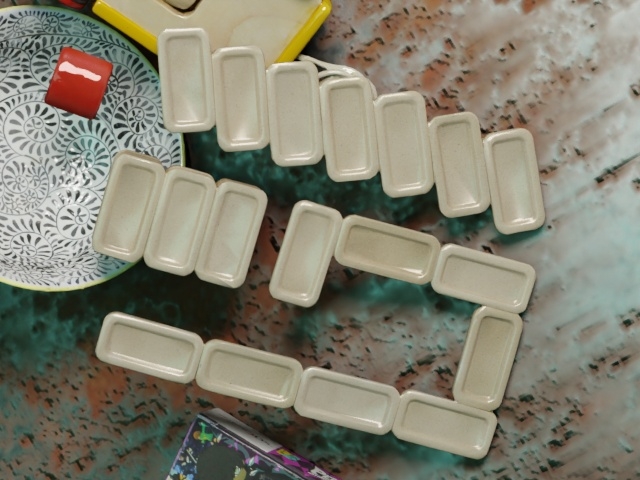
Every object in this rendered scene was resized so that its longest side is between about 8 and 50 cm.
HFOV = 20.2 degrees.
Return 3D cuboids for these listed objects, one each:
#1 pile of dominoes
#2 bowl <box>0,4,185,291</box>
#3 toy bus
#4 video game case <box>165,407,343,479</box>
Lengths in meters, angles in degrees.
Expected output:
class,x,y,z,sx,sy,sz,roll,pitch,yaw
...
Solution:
class,x,y,z,sx,sy,sz,roll,pitch,yaw
pile of dominoes,0.000,0.000,1.028,0.251,0.040,0.196,16,96,-7
bowl,-0.173,-0.048,1.069,0.170,0.080,0.170,5,79,-26
toy bus,-0.072,-0.161,1.032,0.191,0.104,0.202,-7,118,4
video game case,-0.029,0.249,1.064,0.210,0.042,0.232,28,100,15
